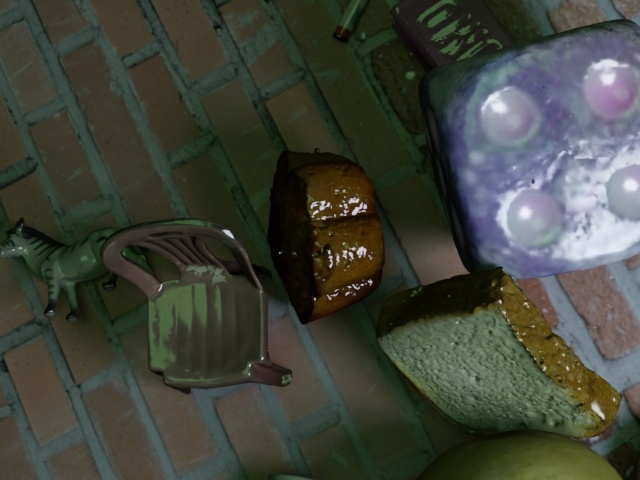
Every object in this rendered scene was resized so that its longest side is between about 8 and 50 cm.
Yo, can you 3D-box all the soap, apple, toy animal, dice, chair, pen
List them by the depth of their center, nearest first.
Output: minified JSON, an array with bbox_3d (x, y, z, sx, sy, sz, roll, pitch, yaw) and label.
[{"bbox_3d":[0.246,0.353,1.077,0.233,0.258,0.295,-49,113,-30],"label":"apple"},{"bbox_3d":[0.280,-0.113,1.125,0.270,0.270,0.271,-14,98,4],"label":"dice"},{"bbox_3d":[-0.149,0.096,1.152,0.176,0.326,0.183,-6,78,9],"label":"chair"},{"bbox_3d":[0.205,-0.282,1.303,0.122,0.065,0.203,-36,77,1],"label":"soap"},{"bbox_3d":[-0.361,0.026,1.328,0.217,0.073,0.176,-19,63,0],"label":"toy animal"},{"bbox_3d":[0.077,-0.399,1.364,0.026,0.026,0.218,26,84,12],"label":"pen"}]

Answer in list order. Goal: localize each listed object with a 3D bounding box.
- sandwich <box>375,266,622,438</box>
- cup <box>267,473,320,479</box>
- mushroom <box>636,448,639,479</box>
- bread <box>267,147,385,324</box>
[{"bbox_3d":[0.211,0.148,1.116,0.251,0.226,0.087,46,48,-22],"label":"sandwich"},{"bbox_3d":[-0.038,0.387,1.197,0.120,0.120,0.141,7,68,10],"label":"cup"},{"bbox_3d":[0.478,0.300,1.128,0.166,0.127,0.166,3,62,-7],"label":"mushroom"},{"bbox_3d":[-0.002,-0.012,1.196,0.135,0.247,0.232,-12,86,-10],"label":"bread"}]
